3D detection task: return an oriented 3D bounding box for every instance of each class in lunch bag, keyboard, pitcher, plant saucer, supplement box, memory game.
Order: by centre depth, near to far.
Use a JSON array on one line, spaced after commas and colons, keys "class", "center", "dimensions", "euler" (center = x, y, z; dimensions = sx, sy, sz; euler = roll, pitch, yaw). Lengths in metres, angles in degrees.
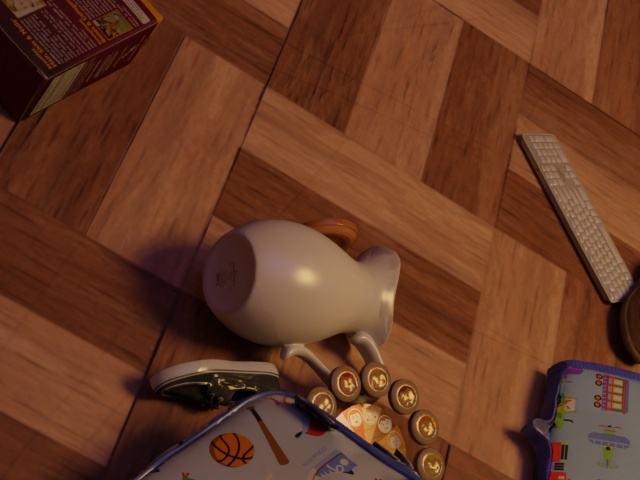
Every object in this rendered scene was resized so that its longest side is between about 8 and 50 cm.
[{"class": "lunch bag", "center": [-0.044, 0.266, 1.141], "dimensions": [0.243, 0.115, 0.303], "euler": [33, 47, 28]}, {"class": "memory game", "center": [0.050, 0.210, 1.340], "dimensions": [0.186, 0.012, 0.186], "euler": [10, 72, -33]}, {"class": "pitcher", "center": [-0.012, 0.074, 1.371], "dimensions": [0.207, 0.125, 0.177], "euler": [13, 63, -42]}, {"class": "supplement box", "center": [-0.270, -0.215, 1.416], "dimensions": [0.104, 0.081, 0.188], "euler": [48, 44, 3]}, {"class": "plant saucer", "center": [0.000, 0.000, 1.448], "dimensions": [0.083, 0.083, 0.013], "euler": [7, 61, -31]}, {"class": "lunch bag", "center": [0.359, 0.259, 1.497], "dimensions": [0.293, 0.138, 0.221], "euler": [23, 50, -8]}, {"class": "keyboard", "center": [0.337, -0.032, 1.763], "dimensions": [0.072, 0.014, 0.256], "euler": [-7, 64, -39]}]

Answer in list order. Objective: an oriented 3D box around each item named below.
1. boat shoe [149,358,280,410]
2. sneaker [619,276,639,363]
[{"class": "boat shoe", "center": [-0.096, 0.141, 1.302], "dimensions": [0.142, 0.049, 0.040], "euler": [2, 58, -37]}, {"class": "sneaker", "center": [0.428, 0.076, 1.698], "dimensions": [0.066, 0.071, 0.188], "euler": [50, 41, -17]}]
